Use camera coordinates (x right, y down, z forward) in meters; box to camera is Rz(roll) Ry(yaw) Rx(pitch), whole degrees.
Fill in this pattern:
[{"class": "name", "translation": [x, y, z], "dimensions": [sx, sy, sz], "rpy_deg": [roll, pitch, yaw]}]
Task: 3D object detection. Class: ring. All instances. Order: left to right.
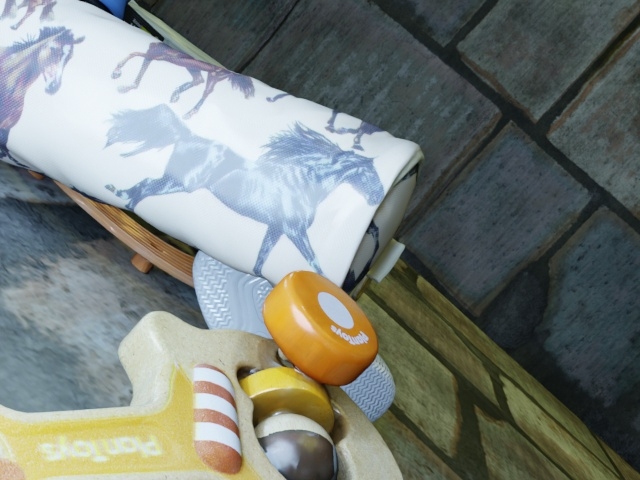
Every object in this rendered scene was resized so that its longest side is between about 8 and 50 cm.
[{"class": "ring", "translation": [-0.211, -0.042, 0.912], "dimensions": [0.336, 0.032, 0.336], "rpy_deg": [42, 7, -6]}]

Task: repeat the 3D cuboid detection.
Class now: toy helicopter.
[{"class": "toy helicopter", "translation": [-0.067, 0.133, 0.429], "dimensions": [0.355, 0.140, 0.235], "rpy_deg": [13, 36, -52]}]

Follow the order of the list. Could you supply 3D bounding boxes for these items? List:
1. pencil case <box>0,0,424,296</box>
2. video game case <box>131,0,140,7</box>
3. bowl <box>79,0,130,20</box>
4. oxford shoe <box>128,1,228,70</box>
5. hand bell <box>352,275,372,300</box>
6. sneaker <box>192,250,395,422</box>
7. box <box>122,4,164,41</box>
[{"class": "pencil case", "translation": [-0.120, -0.076, 0.656], "dimensions": [0.410, 0.160, 0.183], "rpy_deg": [24, -2, 5]}, {"class": "video game case", "translation": [-0.417, -0.455, 1.815], "dimensions": [0.190, 0.022, 0.173], "rpy_deg": [0, -38, 49]}, {"class": "bowl", "translation": [-0.358, -0.285, 0.743], "dimensions": [0.390, 0.077, 0.391], "rpy_deg": [13, 0, 0]}, {"class": "oxford shoe", "translation": [-0.355, -0.374, 1.701], "dimensions": [0.449, 0.130, 0.169], "rpy_deg": [35, -18, 8]}, {"class": "hand bell", "translation": [0.000, 0.000, 1.563], "dimensions": [0.242, 0.126, 0.126], "rpy_deg": [32, 6, 10]}, {"class": "sneaker", "translation": [-0.038, 0.080, 0.855], "dimensions": [0.268, 0.101, 0.153], "rpy_deg": [45, 5, -24]}, {"class": "box", "translation": [-0.352, -0.338, 1.046], "dimensions": [0.270, 0.060, 0.216], "rpy_deg": [34, 3, 3]}]
